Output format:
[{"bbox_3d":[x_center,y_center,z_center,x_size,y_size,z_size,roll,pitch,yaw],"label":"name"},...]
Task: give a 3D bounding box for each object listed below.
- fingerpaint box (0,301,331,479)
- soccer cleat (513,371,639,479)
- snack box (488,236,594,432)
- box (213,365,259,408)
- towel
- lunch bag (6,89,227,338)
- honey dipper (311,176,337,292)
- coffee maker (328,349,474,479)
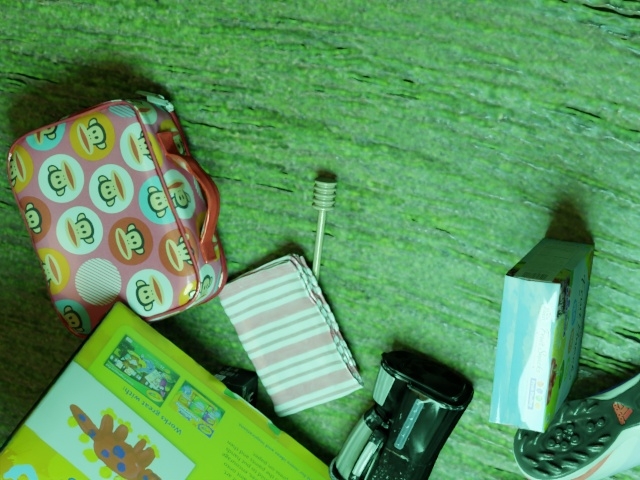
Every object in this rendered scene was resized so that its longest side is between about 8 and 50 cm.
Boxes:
[{"bbox_3d":[-0.183,0.352,1.678,0.445,0.371,0.163,38,128,-7],"label":"fingerpaint box"},{"bbox_3d":[0.385,0.213,1.658,0.318,0.116,0.108,-21,66,7],"label":"soccer cleat"},{"bbox_3d":[0.257,0.102,1.609,0.070,0.207,0.174,9,106,18],"label":"snack box"},{"bbox_3d":[-0.118,0.217,1.849,0.052,0.062,0.083,11,106,16],"label":"box"},{"bbox_3d":[-0.043,0.126,1.808,0.144,0.029,0.197,-25,93,34],"label":"towel"},{"bbox_3d":[-0.247,-0.036,1.803,0.258,0.120,0.293,-18,92,24],"label":"lunch bag"},{"bbox_3d":[0.000,0.000,1.778,0.030,0.030,0.160,11,108,18],"label":"honey dipper"},{"bbox_3d":[0.121,0.248,1.754,0.171,0.120,0.178,22,111,-10],"label":"coffee maker"}]
